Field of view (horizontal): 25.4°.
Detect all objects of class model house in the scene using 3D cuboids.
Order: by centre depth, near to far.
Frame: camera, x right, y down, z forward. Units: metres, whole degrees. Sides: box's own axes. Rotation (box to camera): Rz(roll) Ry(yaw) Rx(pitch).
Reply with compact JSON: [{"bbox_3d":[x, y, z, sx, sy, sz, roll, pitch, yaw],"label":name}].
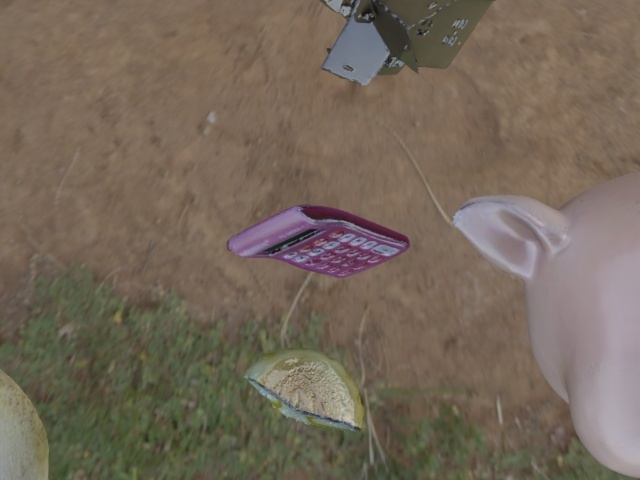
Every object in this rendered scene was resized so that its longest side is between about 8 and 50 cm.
[{"bbox_3d":[0.041,-0.268,1.613,0.181,0.248,0.176,45,116,28],"label":"model house"}]

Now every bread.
[{"bbox_3d":[-0.018,0.181,1.781,0.157,0.083,0.094,11,80,-2],"label":"bread"}]

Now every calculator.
[{"bbox_3d":[0.000,0.000,1.619,0.126,0.190,0.034,-26,61,39],"label":"calculator"}]

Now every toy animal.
[{"bbox_3d":[0.230,0.063,0.744,0.256,0.195,0.213,3,98,40],"label":"toy animal"}]

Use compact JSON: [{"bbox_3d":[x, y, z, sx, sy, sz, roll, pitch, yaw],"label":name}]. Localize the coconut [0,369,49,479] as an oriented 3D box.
[{"bbox_3d":[-0.373,0.196,1.209,0.259,0.259,0.259,0,103,1],"label":"coconut"}]
